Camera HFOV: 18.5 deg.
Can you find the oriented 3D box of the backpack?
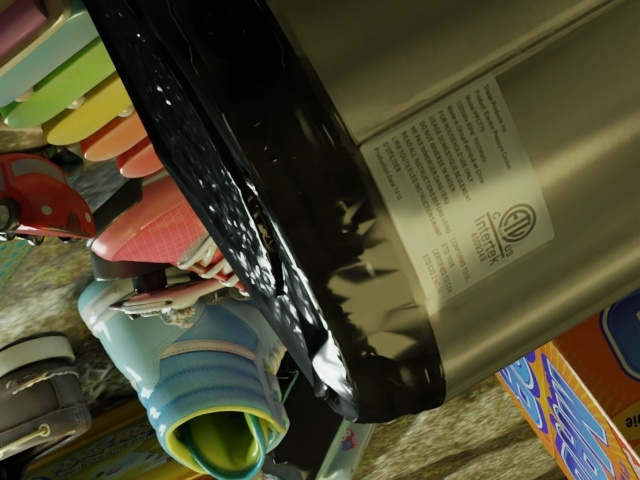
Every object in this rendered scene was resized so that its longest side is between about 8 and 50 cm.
[{"bbox_3d":[-0.020,0.183,2.075,0.144,0.165,0.188,26,170,-19],"label":"backpack"}]

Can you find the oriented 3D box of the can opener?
[{"bbox_3d":[-0.077,0.013,1.689,0.074,0.093,0.280,-5,-174,38],"label":"can opener"}]

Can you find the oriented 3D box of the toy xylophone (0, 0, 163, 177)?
[{"bbox_3d":[-0.139,-0.108,1.265,0.236,0.081,0.323,-37,159,34],"label":"toy xylophone"}]

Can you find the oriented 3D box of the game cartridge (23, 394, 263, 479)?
[{"bbox_3d":[-0.207,0.228,1.940,0.285,0.052,0.323,-25,-165,-3],"label":"game cartridge"}]

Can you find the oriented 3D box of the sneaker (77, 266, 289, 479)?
[{"bbox_3d":[-0.069,0.121,1.798,0.127,0.208,0.319,-40,157,30],"label":"sneaker"}]

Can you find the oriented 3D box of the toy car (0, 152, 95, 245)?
[{"bbox_3d":[-0.267,-0.035,1.249,0.225,0.053,0.239,7,177,-16],"label":"toy car"}]

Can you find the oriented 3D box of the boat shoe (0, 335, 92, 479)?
[{"bbox_3d":[-0.328,0.207,1.871,0.117,0.096,0.324,-5,153,-49],"label":"boat shoe"}]

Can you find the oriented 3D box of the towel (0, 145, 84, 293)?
[{"bbox_3d":[-0.359,0.052,1.494,0.271,0.040,0.370,-13,157,-37],"label":"towel"}]

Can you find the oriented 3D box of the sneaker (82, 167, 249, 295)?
[{"bbox_3d":[-0.046,-0.004,1.595,0.314,0.136,0.116,-7,154,-44],"label":"sneaker"}]

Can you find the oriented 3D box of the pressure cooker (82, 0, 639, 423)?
[{"bbox_3d":[0.109,-0.146,0.999,0.420,0.375,0.370,-30,161,-7],"label":"pressure cooker"}]

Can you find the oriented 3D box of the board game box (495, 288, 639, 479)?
[{"bbox_3d":[0.353,0.050,1.794,0.357,0.356,0.356,-31,153,-6],"label":"board game box"}]
